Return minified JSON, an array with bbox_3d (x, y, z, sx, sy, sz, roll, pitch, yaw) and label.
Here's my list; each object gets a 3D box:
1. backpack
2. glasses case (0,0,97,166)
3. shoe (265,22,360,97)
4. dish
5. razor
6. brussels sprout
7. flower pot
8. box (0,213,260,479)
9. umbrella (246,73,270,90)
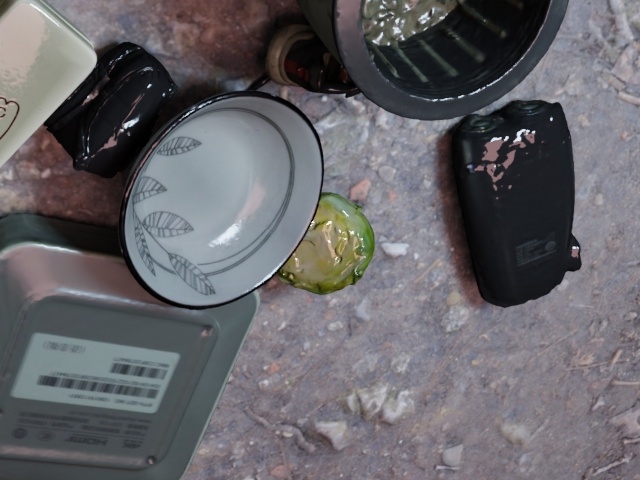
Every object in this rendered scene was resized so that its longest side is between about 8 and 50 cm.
[{"bbox_3d":[-0.258,-0.164,1.471,0.165,0.120,0.106,-43,148,4],"label":"backpack"},{"bbox_3d":[-0.423,-0.160,1.422,0.313,0.070,0.131,-45,126,5],"label":"glasses case"},{"bbox_3d":[0.039,-0.234,1.549,0.227,0.112,0.099,-7,122,-33],"label":"shoe"},{"bbox_3d":[-0.146,-0.067,1.533,0.316,0.106,0.316,-21,128,-30],"label":"dish"},{"bbox_3d":[0.306,-0.053,1.794,0.189,0.107,0.327,-21,126,-10],"label":"razor"},{"bbox_3d":[0.003,0.000,1.684,0.151,0.122,0.149,19,103,3],"label":"brussels sprout"},{"bbox_3d":[0.090,-0.335,1.391,0.293,0.330,0.294,-12,121,-20],"label":"flower pot"},{"bbox_3d":[-0.323,0.177,1.643,0.396,0.111,0.396,11,114,-29],"label":"box"},{"bbox_3d":[-0.054,-0.233,1.578,0.149,0.022,0.022,-43,85,4],"label":"umbrella"}]
